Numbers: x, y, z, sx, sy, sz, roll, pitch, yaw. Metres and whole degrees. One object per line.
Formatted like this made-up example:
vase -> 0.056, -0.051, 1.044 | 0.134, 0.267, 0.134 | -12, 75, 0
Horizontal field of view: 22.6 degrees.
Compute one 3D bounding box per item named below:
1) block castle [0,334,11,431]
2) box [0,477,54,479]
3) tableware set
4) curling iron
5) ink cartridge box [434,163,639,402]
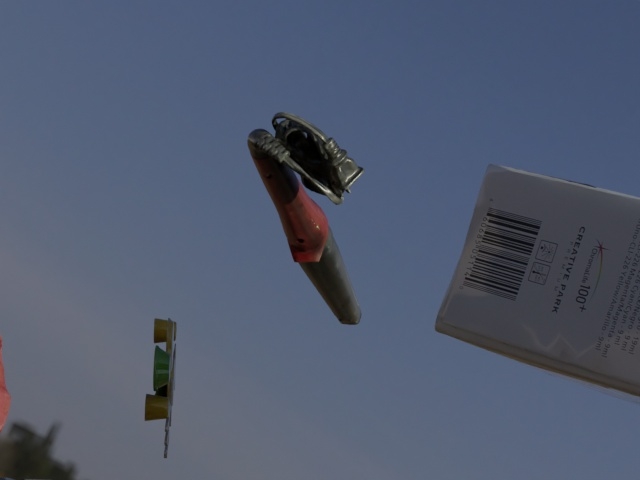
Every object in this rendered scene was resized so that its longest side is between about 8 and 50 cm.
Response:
block castle -> -0.122, 0.265, 0.661 | 0.212, 0.303, 0.453 | -20, -62, 29
box -> 0.127, 0.251, 0.335 | 0.479, 0.297, 0.471 | 24, -20, -29
tableware set -> -0.137, 0.110, 1.363 | 0.024, 0.104, 0.154 | 3, 19, -3
curling iron -> 0.000, 0.000, 1.030 | 0.068, 0.035, 0.274 | 32, -19, 19
ink cartridge box -> 0.286, 0.070, 1.156 | 0.271, 0.130, 0.309 | 17, -3, 38
